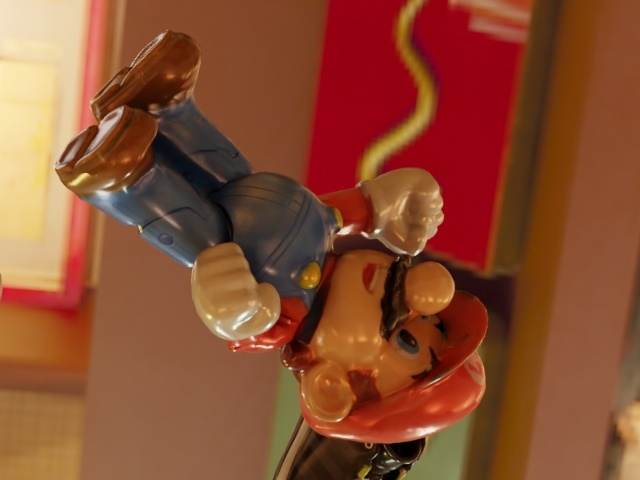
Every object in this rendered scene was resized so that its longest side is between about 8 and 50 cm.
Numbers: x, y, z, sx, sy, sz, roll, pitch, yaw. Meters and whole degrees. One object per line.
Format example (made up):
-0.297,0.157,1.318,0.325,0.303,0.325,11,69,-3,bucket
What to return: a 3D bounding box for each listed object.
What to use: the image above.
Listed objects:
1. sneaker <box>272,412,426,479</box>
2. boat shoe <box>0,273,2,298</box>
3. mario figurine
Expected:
0.027,0.164,1.418,0.084,0.234,0.097,7,-171,-32,sneaker
-0.489,0.099,1.981,0.324,0.123,0.116,-35,175,-11,boat shoe
0.000,0.000,1.200,0.320,0.198,0.170,42,166,-21,mario figurine
